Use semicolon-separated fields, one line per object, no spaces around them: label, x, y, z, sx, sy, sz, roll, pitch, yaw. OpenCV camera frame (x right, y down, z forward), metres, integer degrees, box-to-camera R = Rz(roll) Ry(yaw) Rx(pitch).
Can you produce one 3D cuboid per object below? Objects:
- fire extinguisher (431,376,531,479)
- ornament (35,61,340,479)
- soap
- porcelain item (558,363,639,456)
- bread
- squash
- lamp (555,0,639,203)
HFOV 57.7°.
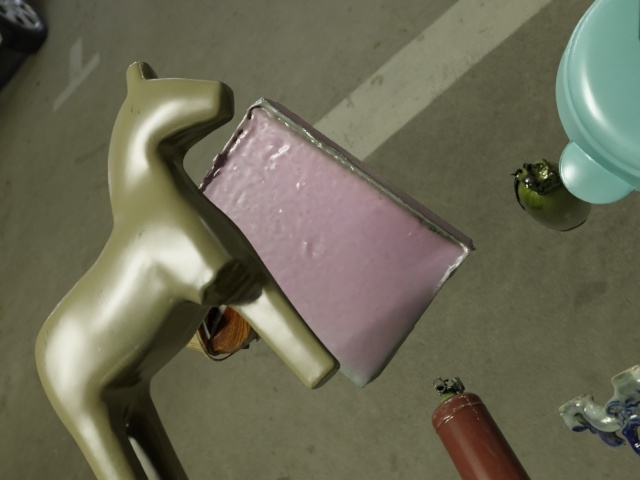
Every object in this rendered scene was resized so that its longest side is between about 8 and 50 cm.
fire extinguisher;0.282;0.374;1.044;0.107;0.147;0.337;-27;49;1
ornament;-0.100;0.023;0.370;0.230;0.061;0.245;-48;68;16
soap;0.000;0.000;0.595;0.259;0.081;0.181;36;104;10
porcelain item;0.215;0.115;0.364;0.075;0.021;0.136;61;148;24
bread;-0.169;0.086;0.957;0.212;0.142;0.224;-11;99;39
squash;0.331;-0.060;0.820;0.087;0.331;0.087;-4;82;30
lamp;0.326;-0.169;0.515;0.210;0.147;0.283;6;101;12
